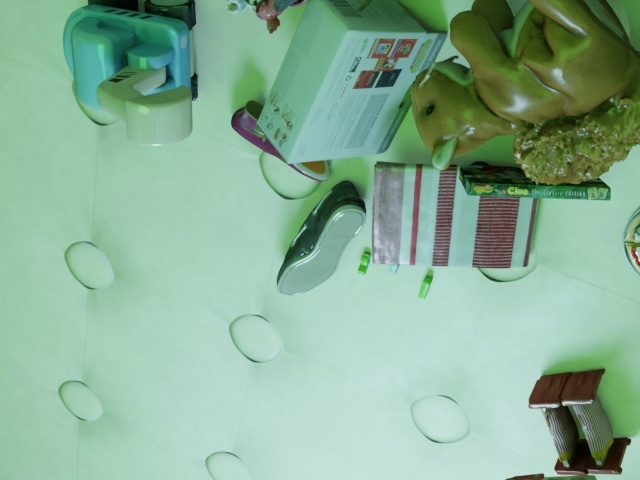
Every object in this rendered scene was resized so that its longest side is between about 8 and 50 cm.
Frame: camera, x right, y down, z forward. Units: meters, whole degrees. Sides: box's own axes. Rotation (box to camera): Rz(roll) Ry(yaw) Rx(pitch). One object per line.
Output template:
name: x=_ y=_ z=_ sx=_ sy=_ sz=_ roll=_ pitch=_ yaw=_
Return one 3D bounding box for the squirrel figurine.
squirrel figurine: x=0.355 y=-0.233 z=1.551 sx=0.397 sy=0.281 sz=0.370 roll=45 pitch=120 yaw=-10

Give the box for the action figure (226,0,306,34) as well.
action figure: x=-0.031 y=-0.519 z=1.617 sx=0.275 sy=0.370 sz=0.248 roll=11 pitch=161 yaw=3

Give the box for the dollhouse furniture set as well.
dollhouse furniture set: x=0.507 y=0.459 z=1.881 sx=0.152 sy=0.374 sz=0.201 roll=-12 pitch=113 yaw=35

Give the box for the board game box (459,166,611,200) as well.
board game box: x=0.397 y=-0.107 z=1.708 sx=0.259 sy=0.136 sz=0.030 roll=2 pitch=109 yaw=1

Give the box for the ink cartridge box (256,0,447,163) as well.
ink cartridge box: x=0.061 y=-0.313 z=1.775 sx=0.130 sy=0.271 sz=0.309 roll=52 pitch=132 yaw=30

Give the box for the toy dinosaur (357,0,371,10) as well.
toy dinosaur: x=0.202 y=-0.488 z=1.585 sx=0.200 sy=0.295 sz=0.127 roll=50 pitch=168 yaw=41

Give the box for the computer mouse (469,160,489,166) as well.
computer mouse: x=0.310 y=-0.054 z=1.887 sx=0.071 sy=0.041 sz=0.242 roll=15 pitch=123 yaw=16

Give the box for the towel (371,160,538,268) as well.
towel: x=0.269 y=-0.051 z=1.851 sx=0.328 sy=0.037 sz=0.237 roll=2 pitch=123 yaw=3

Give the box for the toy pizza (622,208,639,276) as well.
toy pizza: x=0.684 y=0.012 z=1.752 sx=0.201 sy=0.032 sz=0.201 roll=11 pitch=121 yaw=20

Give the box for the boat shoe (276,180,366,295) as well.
boat shoe: x=0.000 y=0.000 z=2.048 sx=0.112 sy=0.096 sz=0.335 roll=14 pitch=136 yaw=-26

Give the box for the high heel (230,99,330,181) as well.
high heel: x=-0.090 y=-0.202 z=1.987 sx=0.244 sy=0.082 sz=0.117 roll=35 pitch=156 yaw=-12

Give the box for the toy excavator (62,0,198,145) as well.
toy excavator: x=-0.376 y=-0.327 z=1.808 sx=0.432 sy=0.445 sz=0.222 roll=15 pitch=123 yaw=18

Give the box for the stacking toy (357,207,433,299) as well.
stacking toy: x=0.176 y=0.018 z=1.985 sx=0.166 sy=0.052 sz=0.221 roll=22 pitch=125 yaw=13
